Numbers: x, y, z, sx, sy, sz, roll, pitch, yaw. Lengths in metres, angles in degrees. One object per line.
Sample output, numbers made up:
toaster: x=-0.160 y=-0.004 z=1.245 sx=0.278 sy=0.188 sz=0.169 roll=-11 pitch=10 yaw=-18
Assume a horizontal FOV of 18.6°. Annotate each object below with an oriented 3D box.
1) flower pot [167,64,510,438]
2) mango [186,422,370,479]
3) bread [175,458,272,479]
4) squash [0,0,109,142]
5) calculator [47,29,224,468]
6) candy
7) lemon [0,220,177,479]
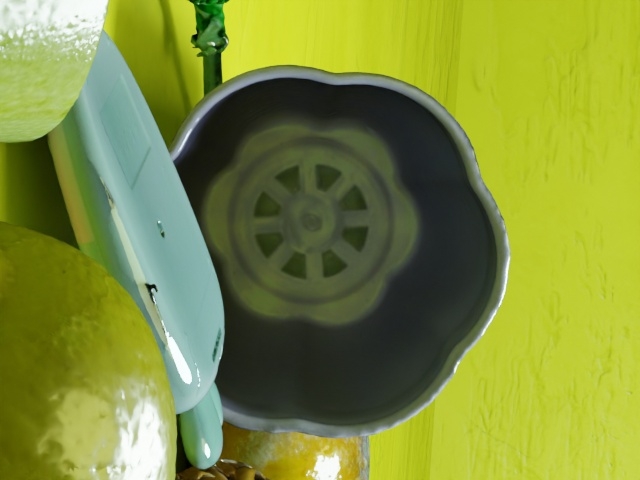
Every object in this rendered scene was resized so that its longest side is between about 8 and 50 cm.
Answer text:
flower pot: x=0.000 y=0.000 z=1.447 sx=0.243 sy=0.265 sz=0.265 roll=-73 pitch=164 yaw=-85
mango: x=-0.037 y=0.179 z=1.604 sx=0.316 sy=0.146 sz=0.193 roll=138 pitch=-44 yaw=-86
bread: x=-0.004 y=0.276 z=1.270 sx=0.337 sy=0.358 sz=0.204 roll=-174 pitch=-75 yaw=-79
squash: x=-0.189 y=-0.172 z=1.031 sx=0.204 sy=0.155 sz=0.237 roll=4 pitch=-87 yaw=64
calculator: x=-0.110 y=0.002 z=1.223 sx=0.185 sy=0.041 sz=0.299 roll=-80 pitch=152 yaw=-70
candy: x=-0.083 y=-0.147 z=1.472 sx=0.323 sy=0.097 sz=0.097 roll=90 pitch=8 yaw=-52
lemon: x=-0.152 y=0.095 z=0.847 sx=0.184 sy=0.184 sz=0.248 roll=-71 pitch=167 yaw=-56
